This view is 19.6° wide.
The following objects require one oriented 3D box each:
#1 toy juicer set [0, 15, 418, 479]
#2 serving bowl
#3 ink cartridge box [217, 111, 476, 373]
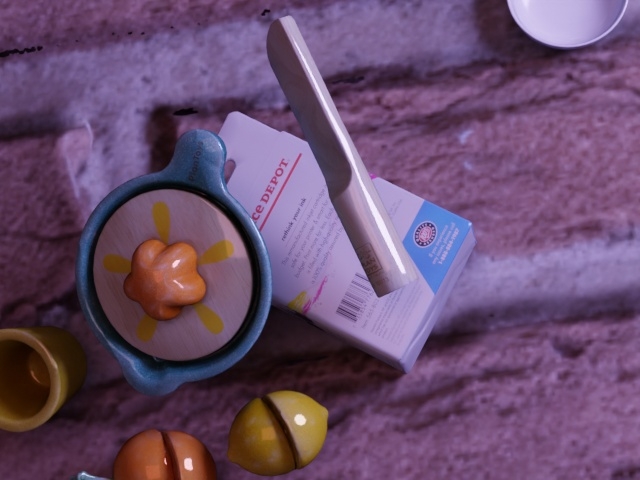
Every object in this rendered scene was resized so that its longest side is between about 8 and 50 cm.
[{"bbox_3d":[-0.064,0.047,1.171,0.209,0.089,0.329,45,109,9],"label":"toy juicer set"},{"bbox_3d":[0.169,-0.168,1.272,0.083,0.027,0.083,-2,77,7],"label":"serving bowl"},{"bbox_3d":[0.000,0.000,1.239,0.181,0.061,0.104,27,83,13],"label":"ink cartridge box"}]
